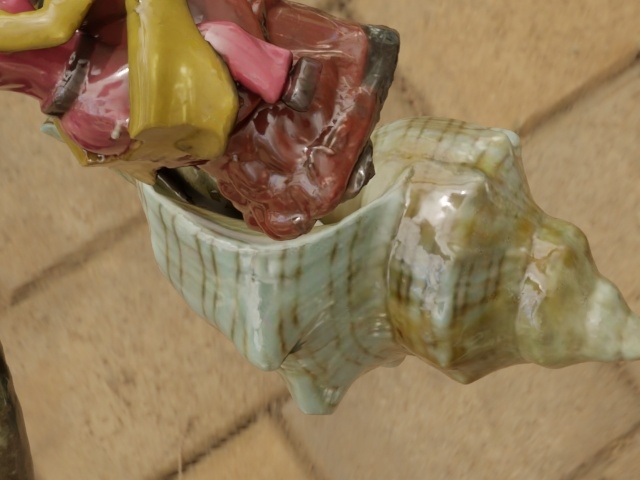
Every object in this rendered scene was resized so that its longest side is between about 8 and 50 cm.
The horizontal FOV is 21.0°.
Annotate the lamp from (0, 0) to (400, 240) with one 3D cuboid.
[{"bbox_3d":[-0.090,-0.090,0.694,0.253,0.118,0.118,25,72,-18],"label":"lamp"}]

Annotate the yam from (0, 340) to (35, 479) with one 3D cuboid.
[{"bbox_3d":[-0.157,0.161,0.845,0.061,0.061,0.274,-13,101,-6],"label":"yam"}]

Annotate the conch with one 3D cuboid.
[{"bbox_3d":[0.001,0.013,0.976,0.386,0.203,0.169,5,106,22],"label":"conch"}]
